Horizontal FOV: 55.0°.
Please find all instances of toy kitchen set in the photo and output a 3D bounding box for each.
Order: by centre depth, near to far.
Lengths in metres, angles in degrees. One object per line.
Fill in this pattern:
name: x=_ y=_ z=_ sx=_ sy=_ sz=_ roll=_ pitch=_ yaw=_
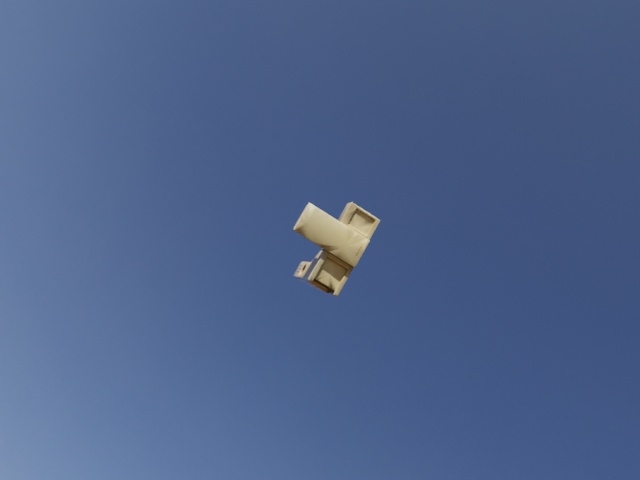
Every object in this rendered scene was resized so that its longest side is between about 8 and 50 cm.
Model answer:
toy kitchen set: x=0.000 y=0.000 z=0.598 sx=0.068 sy=0.083 sz=0.075 roll=32 pitch=-8 yaw=-11
